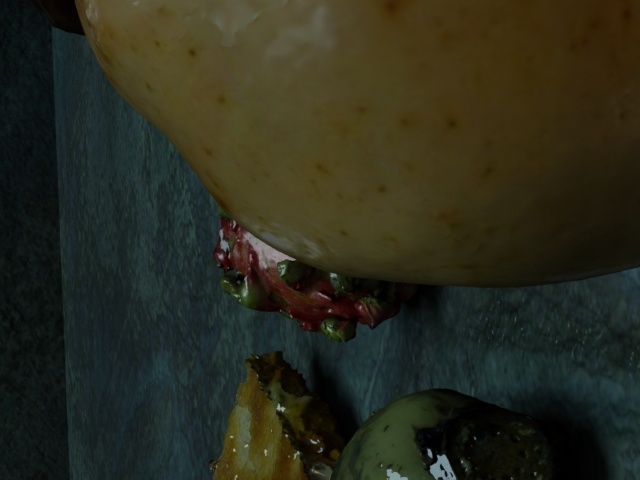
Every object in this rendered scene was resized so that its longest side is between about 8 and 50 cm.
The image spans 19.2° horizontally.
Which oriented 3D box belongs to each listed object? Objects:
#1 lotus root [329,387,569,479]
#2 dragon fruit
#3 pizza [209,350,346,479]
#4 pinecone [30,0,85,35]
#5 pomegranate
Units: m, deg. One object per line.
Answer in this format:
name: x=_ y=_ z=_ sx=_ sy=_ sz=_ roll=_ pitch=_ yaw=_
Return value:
lotus root: x=0.082 y=0.216 z=1.340 sx=0.309 sy=0.173 sz=0.173 roll=105 pitch=155 yaw=-59
dragon fruit: x=0.000 y=0.000 z=1.530 sx=0.172 sy=0.166 sz=0.160 roll=24 pitch=76 yaw=37
pizza: x=-0.028 y=0.211 z=1.748 sx=0.335 sy=0.086 sz=0.226 roll=144 pitch=126 yaw=-66
pinecone: x=-0.093 y=-0.320 z=1.450 sx=0.398 sy=0.397 sz=0.398 roll=177 pitch=90 yaw=-71
pomegranate: x=0.070 y=-0.169 z=0.865 sx=0.411 sy=0.411 sz=0.411 roll=177 pitch=90 yaw=-71
